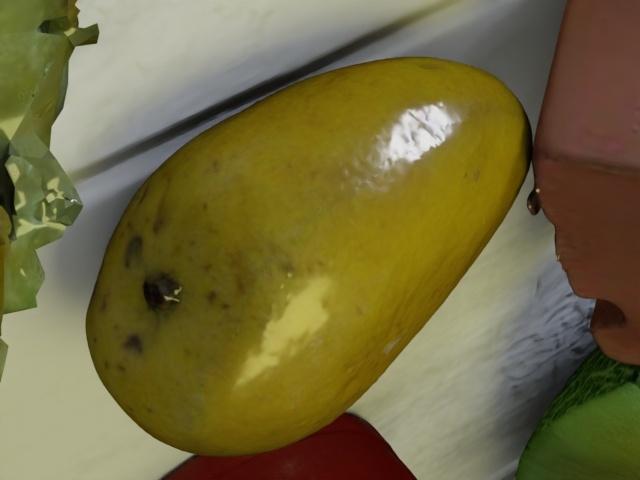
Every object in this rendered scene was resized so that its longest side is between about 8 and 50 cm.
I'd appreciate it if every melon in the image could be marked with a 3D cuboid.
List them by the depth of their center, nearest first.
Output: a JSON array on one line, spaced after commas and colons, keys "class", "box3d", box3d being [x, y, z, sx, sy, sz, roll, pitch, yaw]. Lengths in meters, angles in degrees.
[{"class": "melon", "box3d": [0.193, 0.115, 1.030, 0.196, 0.124, 0.323, -24, 158, -25]}]

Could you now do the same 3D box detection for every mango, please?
[{"class": "mango", "box3d": [0.000, 0.000, 0.701, 0.195, 0.098, 0.137, -36, 151, -30]}]

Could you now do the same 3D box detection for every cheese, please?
[{"class": "cheese", "box3d": [0.195, -0.023, 0.766, 0.203, 0.177, 0.128, 58, 45, -58]}]

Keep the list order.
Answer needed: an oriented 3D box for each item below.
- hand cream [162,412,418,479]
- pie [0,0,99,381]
[{"class": "hand cream", "box3d": [-0.014, 0.187, 0.891, 0.193, 0.125, 0.193, -25, 145, -19]}, {"class": "pie", "box3d": [-0.219, 0.012, 0.472, 0.355, 0.103, 0.288, -34, 143, -7]}]
